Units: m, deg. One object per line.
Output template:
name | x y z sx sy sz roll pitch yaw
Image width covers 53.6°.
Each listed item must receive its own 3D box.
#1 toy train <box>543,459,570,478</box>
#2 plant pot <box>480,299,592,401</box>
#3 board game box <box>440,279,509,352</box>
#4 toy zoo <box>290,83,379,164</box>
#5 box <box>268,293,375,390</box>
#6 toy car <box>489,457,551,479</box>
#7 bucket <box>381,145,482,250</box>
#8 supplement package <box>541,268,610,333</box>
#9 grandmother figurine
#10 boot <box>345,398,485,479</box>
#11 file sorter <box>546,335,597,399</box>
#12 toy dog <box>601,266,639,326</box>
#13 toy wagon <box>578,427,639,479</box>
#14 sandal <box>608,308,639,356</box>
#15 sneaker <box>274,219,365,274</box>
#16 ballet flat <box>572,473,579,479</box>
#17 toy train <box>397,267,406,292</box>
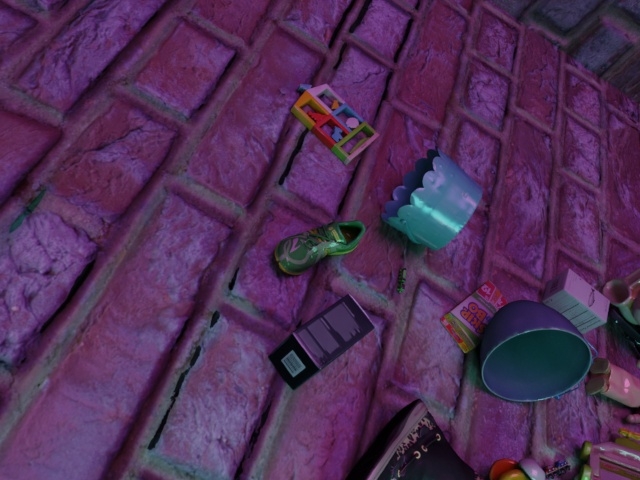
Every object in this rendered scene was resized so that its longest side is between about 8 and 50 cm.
toy train | 0.622 0.628 1.718 0.158 0.027 0.036 -6 53 -33
plant pot | 0.576 0.281 1.771 0.290 0.290 0.195 22 34 -17
board game box | 0.470 0.223 1.887 0.259 0.039 0.124 -29 78 -37
toy zoo | 0.034 -0.391 2.028 0.293 0.030 0.192 44 49 2
box | 0.003 0.242 1.521 0.207 0.153 0.108 -30 78 -41
toy car | 0.490 0.618 1.581 0.182 0.159 0.136 50 2 -19
bucket | 0.330 -0.117 1.874 0.183 0.281 0.281 36 49 -7
supplement package | 0.833 0.199 2.066 0.179 0.105 0.105 37 48 -5
grandmother figurine | 0.997 0.480 1.994 0.342 0.104 0.208 29 78 -15
boot | 0.220 0.579 1.446 0.284 0.138 0.377 46 44 3
file sorter | 0.736 0.366 1.903 0.118 0.104 0.170 48 49 6
toy dog | 1.224 0.270 2.107 0.408 0.284 0.395 43 15 -12
toy wagon | 0.851 0.637 1.734 0.267 0.068 0.344 17 21 18
sandal | 1.059 0.335 2.143 0.254 0.054 0.097 44 16 2
sneaker | 0.000 0.000 1.693 0.295 0.123 0.109 -22 74 -38
ballet flat | 0.811 0.755 1.693 0.107 0.106 0.316 -28 77 -40
toy train | 0.236 0.113 1.825 0.017 0.024 0.083 24 52 -15
